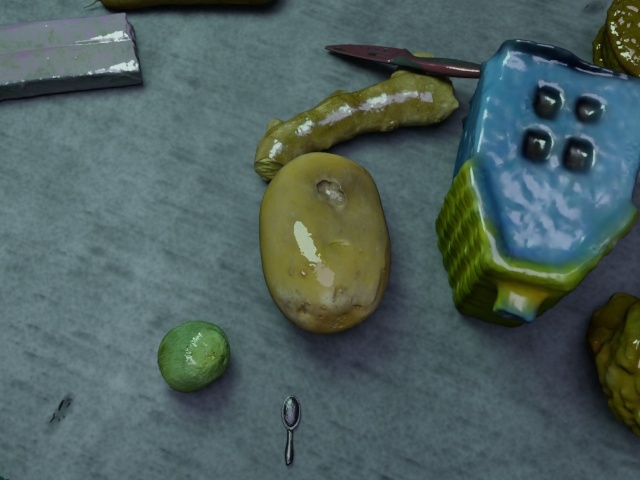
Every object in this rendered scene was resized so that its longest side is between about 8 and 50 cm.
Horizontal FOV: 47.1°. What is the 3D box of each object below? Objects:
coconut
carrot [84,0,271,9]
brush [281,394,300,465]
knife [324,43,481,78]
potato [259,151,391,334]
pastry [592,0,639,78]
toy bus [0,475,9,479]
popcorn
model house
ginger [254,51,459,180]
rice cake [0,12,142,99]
[{"bbox_3d":[-0.154,0.140,0.887,0.087,0.096,0.088,18,60,-34],"label":"coconut"},{"bbox_3d":[-0.202,-0.364,1.058,0.298,0.078,0.078,-6,72,5],"label":"carrot"},{"bbox_3d":[-0.037,0.231,0.893,0.024,0.008,0.083,3,72,-1],"label":"brush"},{"bbox_3d":[0.113,-0.247,0.990,0.247,0.018,0.035,18,55,28],"label":"knife"},{"bbox_3d":[0.000,0.000,0.900,0.150,0.146,0.234,21,52,-37],"label":"potato"},{"bbox_3d":[0.464,-0.260,0.988,0.188,0.103,0.189,0,72,1],"label":"pastry"},{"bbox_3d":[-0.409,0.294,0.807,0.079,0.160,0.092,-15,64,-3],"label":"toy bus"},{"bbox_3d":[0.403,0.140,0.844,0.197,0.155,0.198,7,67,-17],"label":"popcorn"},{"bbox_3d":[0.243,-0.041,0.854,0.215,0.237,0.303,20,74,7],"label":"model house"},{"bbox_3d":[0.044,-0.163,0.985,0.298,0.065,0.118,-25,55,-9],"label":"ginger"},{"bbox_3d":[-0.400,-0.254,1.033,0.297,0.050,0.106,-8,73,-1],"label":"rice cake"}]
